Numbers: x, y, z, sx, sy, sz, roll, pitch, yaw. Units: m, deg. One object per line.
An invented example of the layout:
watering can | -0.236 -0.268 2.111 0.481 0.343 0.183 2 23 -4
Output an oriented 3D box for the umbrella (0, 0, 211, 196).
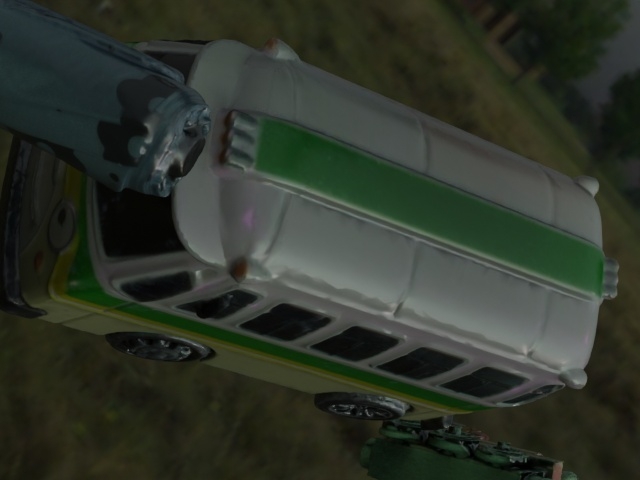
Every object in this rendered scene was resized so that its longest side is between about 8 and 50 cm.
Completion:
umbrella | -0.152 -0.089 0.550 0.250 0.052 0.053 28 37 11

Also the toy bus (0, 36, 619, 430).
toy bus | 0.000 0.000 0.786 0.305 0.179 0.143 20 69 -33

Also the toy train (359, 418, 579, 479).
toy train | 0.117 0.176 1.123 0.176 0.074 0.118 7 0 43
